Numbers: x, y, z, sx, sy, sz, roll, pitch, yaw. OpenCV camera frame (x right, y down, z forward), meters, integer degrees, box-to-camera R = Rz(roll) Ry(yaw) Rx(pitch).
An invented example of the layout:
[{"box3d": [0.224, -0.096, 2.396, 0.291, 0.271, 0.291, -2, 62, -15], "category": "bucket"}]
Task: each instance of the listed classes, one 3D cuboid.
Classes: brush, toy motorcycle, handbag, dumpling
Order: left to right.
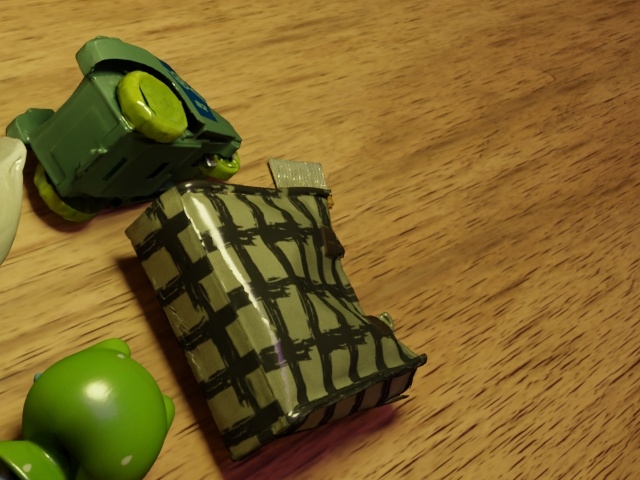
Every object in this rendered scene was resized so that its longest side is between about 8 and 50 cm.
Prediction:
[{"box3d": [-0.412, -0.027, 1.397, 0.151, 0.124, 0.229, 6, 55, 7], "category": "dumpling"}, {"box3d": [-0.233, -0.155, 1.627, 0.200, 0.191, 0.326, 55, 24, 12], "category": "toy motorcycle"}, {"box3d": [-0.048, 0.084, 1.610, 0.327, 0.162, 0.325, -9, 68, -52], "category": "handbag"}, {"box3d": [0.000, 0.000, 1.832, 0.103, 0.013, 0.272, 3, 59, -41], "category": "brush"}]

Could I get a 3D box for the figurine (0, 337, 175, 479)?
[{"box3d": [-0.265, 0.219, 1.324, 0.162, 0.143, 0.263, 50, 51, -5], "category": "figurine"}]
